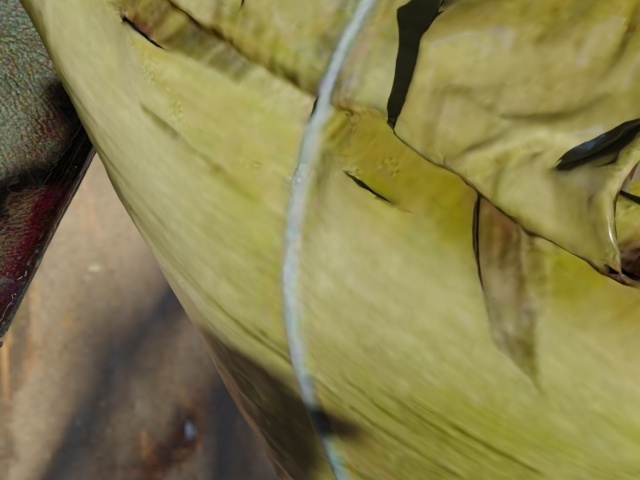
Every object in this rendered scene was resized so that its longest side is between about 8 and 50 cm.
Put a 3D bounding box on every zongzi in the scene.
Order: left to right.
[{"bbox_3d":[0.000,0.000,0.501,0.160,0.360,0.323,-45,155,-31],"label":"zongzi"}]

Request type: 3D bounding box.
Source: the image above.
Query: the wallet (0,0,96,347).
[{"bbox_3d":[-0.152,-0.084,0.627,0.318,0.172,0.045,-55,-157,37],"label":"wallet"}]
